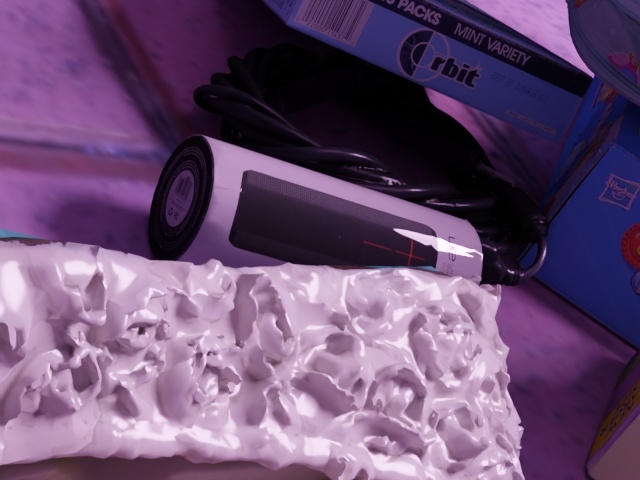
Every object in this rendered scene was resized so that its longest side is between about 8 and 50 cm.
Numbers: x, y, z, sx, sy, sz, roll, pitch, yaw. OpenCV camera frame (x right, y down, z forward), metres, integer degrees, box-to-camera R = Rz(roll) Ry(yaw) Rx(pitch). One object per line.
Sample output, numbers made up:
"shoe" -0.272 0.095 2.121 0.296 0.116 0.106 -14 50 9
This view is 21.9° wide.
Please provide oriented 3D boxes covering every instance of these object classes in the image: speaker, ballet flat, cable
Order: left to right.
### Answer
"ballet flat" -0.071 0.067 0.449 0.409 0.147 0.147 3 42 -46
"speaker" 0.000 0.000 0.693 0.136 0.055 0.055 17 34 -29
"cable" 0.024 -0.050 0.799 0.184 0.047 0.150 20 32 -24

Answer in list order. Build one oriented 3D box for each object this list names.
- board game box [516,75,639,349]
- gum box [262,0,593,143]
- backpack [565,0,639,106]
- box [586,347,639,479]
"board game box" 0.283 0.005 0.935 0.308 0.086 0.302 34 30 -1
"gum box" 0.035 -0.120 0.863 0.157 0.041 0.184 21 14 -22
"backpack" 0.205 -0.120 0.803 0.166 0.144 0.188 34 15 -1
"box" 0.280 0.075 0.705 0.243 0.213 0.117 36 29 3
